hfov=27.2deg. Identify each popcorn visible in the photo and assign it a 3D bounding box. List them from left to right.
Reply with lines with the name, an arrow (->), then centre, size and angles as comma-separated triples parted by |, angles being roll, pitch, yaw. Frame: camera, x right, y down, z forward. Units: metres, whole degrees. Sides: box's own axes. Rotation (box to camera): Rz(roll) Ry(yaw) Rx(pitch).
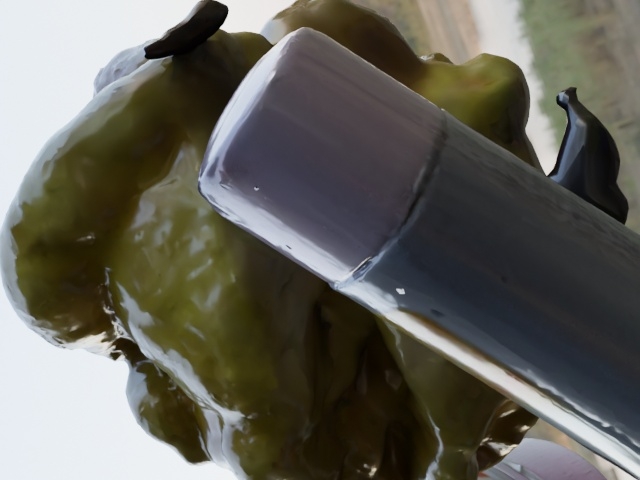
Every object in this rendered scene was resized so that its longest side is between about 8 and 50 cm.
popcorn -> 0.000, 0.000, 0.751 | 0.316, 0.297, 0.281 | 38, 150, -1

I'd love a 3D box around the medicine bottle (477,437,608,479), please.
medicine bottle -> 0.118, 0.305, 1.141 | 0.302, 0.241, 0.241 | -14, -99, -49

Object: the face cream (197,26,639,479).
face cream -> 0.084, 0.024, 0.445 | 0.269, 0.073, 0.107 | 33, 177, -9
